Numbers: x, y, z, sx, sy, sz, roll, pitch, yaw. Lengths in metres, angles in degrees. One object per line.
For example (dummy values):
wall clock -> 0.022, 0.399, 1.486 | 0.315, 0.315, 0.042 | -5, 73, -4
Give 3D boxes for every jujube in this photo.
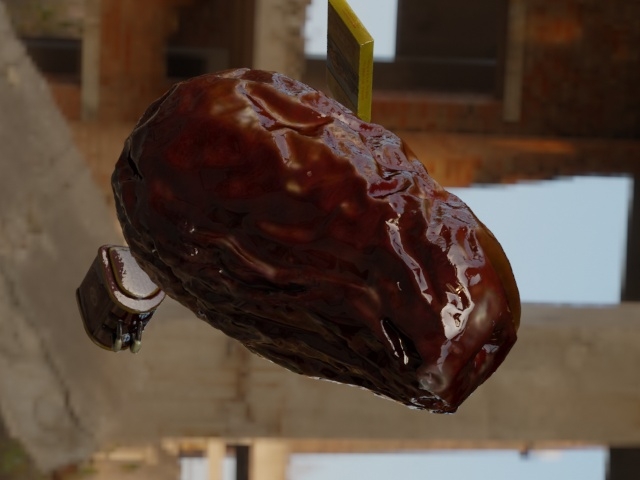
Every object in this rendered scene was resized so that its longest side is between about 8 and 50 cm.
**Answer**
jujube -> 0.000, 0.000, 1.259 | 0.342, 0.216, 0.216 | 34, -47, 33

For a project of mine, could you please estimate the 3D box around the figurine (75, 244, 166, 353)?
figurine -> -0.207, 0.077, 1.752 | 0.154, 0.082, 0.098 | 127, -39, -56

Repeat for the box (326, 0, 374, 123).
box -> 0.034, -0.211, 1.991 | 0.087, 0.023, 0.155 | 54, -21, 31
